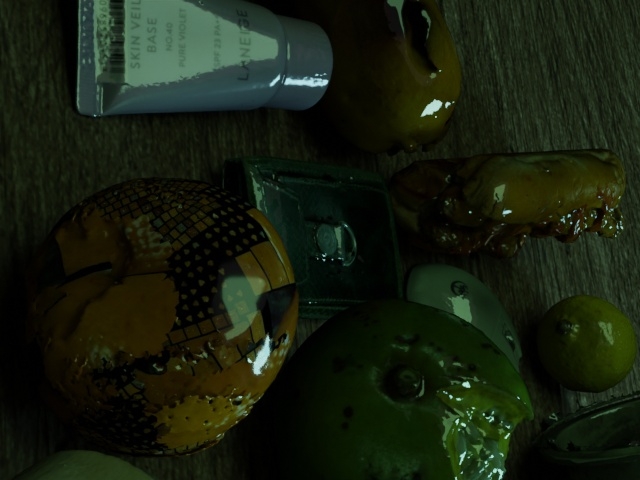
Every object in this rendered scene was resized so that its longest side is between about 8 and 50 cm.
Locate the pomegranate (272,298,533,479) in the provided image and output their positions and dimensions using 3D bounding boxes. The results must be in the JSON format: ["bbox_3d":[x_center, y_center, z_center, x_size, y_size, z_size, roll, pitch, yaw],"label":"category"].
[{"bbox_3d":[0.079,0.186,1.667,0.302,0.236,0.236,64,22,-60],"label":"pomegranate"}]

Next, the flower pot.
[{"bbox_3d":[0.386,0.295,1.931,0.290,0.290,0.259,-21,100,-53],"label":"flower pot"}]

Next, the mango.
[{"bbox_3d":[0.051,-0.224,1.864,0.201,0.152,0.287,19,53,-84],"label":"mango"}]

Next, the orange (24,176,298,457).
[{"bbox_3d":[-0.127,0.060,1.458,0.182,0.234,0.234,53,35,-46],"label":"orange"}]

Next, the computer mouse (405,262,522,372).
[{"bbox_3d":[0.165,0.089,1.927,0.181,0.056,0.089,42,48,-28],"label":"computer mouse"}]

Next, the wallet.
[{"bbox_3d":[0.002,-0.001,1.788,0.236,0.055,0.160,4,74,-50],"label":"wallet"}]

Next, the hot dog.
[{"bbox_3d":[0.213,-0.038,1.981,0.349,0.158,0.117,-7,94,-55],"label":"hot dog"}]

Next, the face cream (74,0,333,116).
[{"bbox_3d":[-0.118,-0.183,1.718,0.274,0.096,0.154,4,87,-40],"label":"face cream"}]

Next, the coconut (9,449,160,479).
[{"bbox_3d":[-0.187,0.267,1.298,0.202,0.202,0.222,60,34,-6],"label":"coconut"}]

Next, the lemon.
[{"bbox_3d":[0.296,0.115,2.022,0.133,0.109,0.109,25,51,-54],"label":"lemon"}]
